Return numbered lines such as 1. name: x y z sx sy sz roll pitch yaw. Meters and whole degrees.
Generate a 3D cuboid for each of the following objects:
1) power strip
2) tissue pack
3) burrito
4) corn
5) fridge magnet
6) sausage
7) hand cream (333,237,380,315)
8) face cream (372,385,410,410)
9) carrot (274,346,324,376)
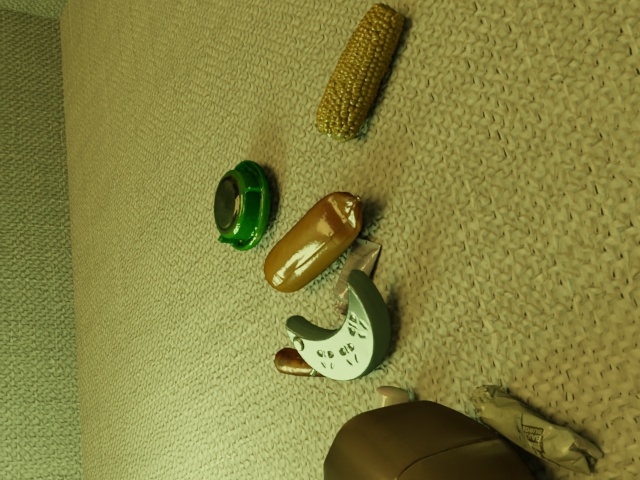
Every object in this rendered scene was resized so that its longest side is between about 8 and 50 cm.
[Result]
1. power strip: 0.033 0.170 1.378 0.167 0.054 0.253 57 135 11
2. tissue pack: 0.133 0.436 1.040 0.277 0.267 0.387 34 114 50
3. burrito: 0.276 0.248 1.036 0.203 0.064 0.064 25 107 55
4. corn: 0.070 -0.299 1.405 0.260 0.091 0.091 -63 36 24
5. fridge magnet: -0.178 -0.080 1.765 0.208 0.088 0.208 -12 76 57
6. sausage: -0.001 -0.006 1.464 0.328 0.112 0.112 -43 51 46
7. hand cream: 0.063 0.067 1.416 0.084 0.053 0.142 19 87 56
8. face cream: 0.099 0.372 1.278 0.082 0.082 0.269 20 103 57
9. carrot: -0.032 0.243 1.533 0.161 0.055 0.055 0 86 51
